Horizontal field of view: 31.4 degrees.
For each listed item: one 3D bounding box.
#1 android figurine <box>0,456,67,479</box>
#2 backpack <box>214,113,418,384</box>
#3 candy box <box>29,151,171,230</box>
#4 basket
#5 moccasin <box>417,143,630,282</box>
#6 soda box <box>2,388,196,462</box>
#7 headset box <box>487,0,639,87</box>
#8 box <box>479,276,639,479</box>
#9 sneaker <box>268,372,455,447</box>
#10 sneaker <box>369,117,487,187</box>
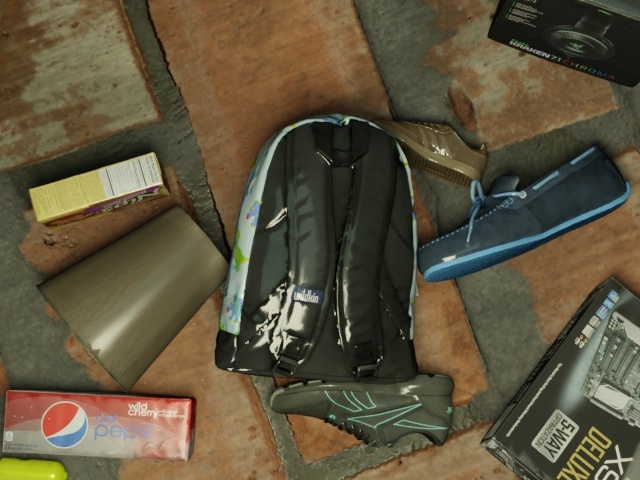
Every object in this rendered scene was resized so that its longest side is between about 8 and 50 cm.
[{"bbox_3d":[-0.414,0.437,1.622,0.273,0.056,0.248,6,82,2],"label":"android figurine"},{"bbox_3d":[0.000,0.000,1.596,0.290,0.273,0.355,3,99,-10],"label":"backpack"},{"bbox_3d":[-0.318,-0.070,1.660,0.187,0.109,0.053,-16,83,-4],"label":"candy box"},{"bbox_3d":[-0.254,0.067,1.627,0.227,0.154,0.204,-41,77,-10],"label":"basket"},{"bbox_3d":[0.282,-0.041,1.673,0.342,0.138,0.116,-21,79,-18],"label":"moccasin"},{"bbox_3d":[-0.313,0.262,1.630,0.263,0.083,0.092,3,83,-1],"label":"soda box"},{"bbox_3d":[0.393,-0.349,1.622,0.246,0.283,0.131,19,82,1],"label":"headset box"},{"bbox_3d":[0.413,0.246,1.622,0.242,0.076,0.307,40,72,4],"label":"box"},{"bbox_3d":[0.060,0.244,1.622,0.267,0.101,0.106,-1,86,-1],"label":"sneaker"},{"bbox_3d":[0.161,-0.146,1.711,0.188,0.066,0.071,27,66,-3],"label":"sneaker"}]
